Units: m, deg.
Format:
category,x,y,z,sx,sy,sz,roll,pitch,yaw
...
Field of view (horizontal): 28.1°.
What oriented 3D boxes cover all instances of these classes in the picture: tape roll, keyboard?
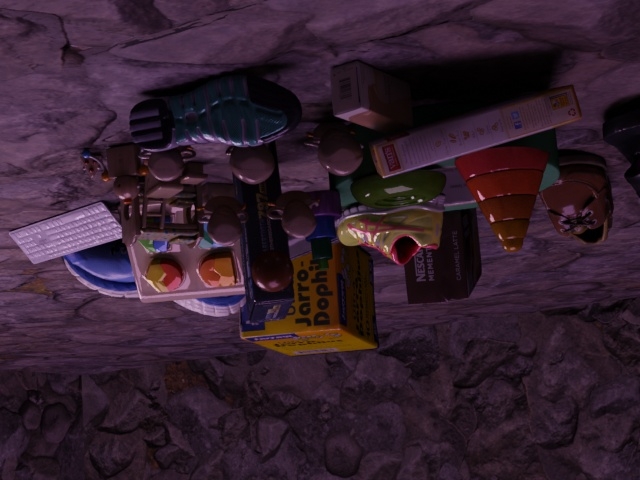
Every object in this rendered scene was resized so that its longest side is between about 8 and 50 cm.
category,x,y,z,sx,sy,sz,roll,pitch,yaw
tape roll,0.170,-0.109,1.784,0.321,0.077,0.321,-4,168,-1
keyboard,-0.419,-0.011,2.105,0.256,0.014,0.072,-14,126,40

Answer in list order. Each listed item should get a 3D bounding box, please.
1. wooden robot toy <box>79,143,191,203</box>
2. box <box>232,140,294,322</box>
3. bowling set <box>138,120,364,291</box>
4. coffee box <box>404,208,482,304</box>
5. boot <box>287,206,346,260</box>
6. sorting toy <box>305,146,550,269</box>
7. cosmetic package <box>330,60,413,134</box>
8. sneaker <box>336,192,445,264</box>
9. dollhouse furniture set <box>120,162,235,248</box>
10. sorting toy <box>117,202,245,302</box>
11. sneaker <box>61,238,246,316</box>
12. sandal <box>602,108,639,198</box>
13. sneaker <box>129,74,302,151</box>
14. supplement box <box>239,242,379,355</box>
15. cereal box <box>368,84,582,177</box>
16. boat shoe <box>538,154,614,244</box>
category,x,y,z,sx,sy,sz,roll,pitch,yaw
wooden robot toy,-0.250,-0.087,1.725,0.173,0.079,0.076,-8,168,20
box,-0.082,-0.012,1.771,0.059,0.232,0.183,-6,170,-6
bowling set,-0.087,-0.046,1.631,0.287,0.199,0.154,0,-162,-6
coffee box,0.198,0.012,2.059,0.098,0.141,0.246,-6,-175,13
boot,0.000,-0.001,2.120,0.208,0.076,0.189,-31,149,10
sorting toy,0.129,-0.026,1.662,0.366,0.126,0.127,-11,169,29
cosmetic package,0.061,-0.166,1.499,0.041,0.060,0.115,-13,168,34
sneaker,0.096,-0.008,1.821,0.081,0.094,0.208,2,168,-36
dollhouse furniture set,-0.182,-0.048,1.886,0.182,0.101,0.161,2,167,-29
sorting toy,-0.218,0.019,2.074,0.193,0.038,0.208,-6,125,6
sneaker,-0.280,0.019,2.183,0.330,0.129,0.147,10,125,-1
sandal,0.518,-0.106,1.842,0.168,0.107,0.446,-9,167,21
sneaker,-0.113,-0.153,1.513,0.224,0.083,0.098,-1,-172,25
supplement box,-0.018,0.107,2.477,0.195,0.194,0.356,-7,169,13
cereal box,0.179,-0.131,1.534,0.240,0.047,0.173,-16,-175,1
boat shoe,0.414,-0.061,2.030,0.111,0.104,0.307,-10,167,26
